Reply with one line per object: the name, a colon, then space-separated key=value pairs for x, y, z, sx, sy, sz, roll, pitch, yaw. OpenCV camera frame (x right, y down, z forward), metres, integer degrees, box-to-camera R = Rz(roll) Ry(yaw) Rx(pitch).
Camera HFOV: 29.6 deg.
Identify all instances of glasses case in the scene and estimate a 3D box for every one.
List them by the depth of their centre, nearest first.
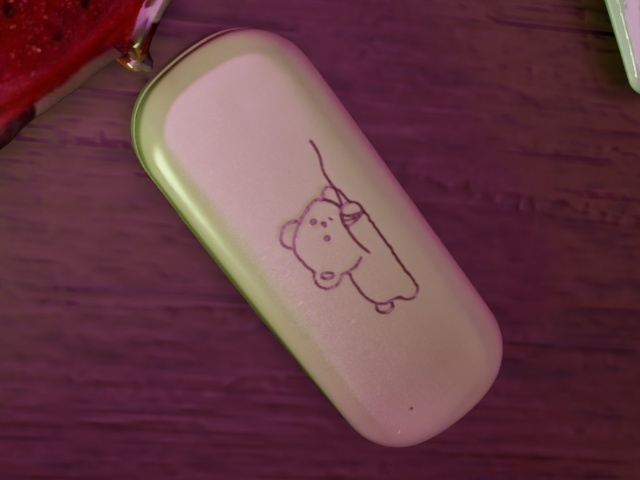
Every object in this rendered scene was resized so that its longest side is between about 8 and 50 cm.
glasses case: x=0.000 y=0.000 z=0.517 sx=0.083 sy=0.050 sz=0.196 roll=-41 pitch=105 yaw=-7

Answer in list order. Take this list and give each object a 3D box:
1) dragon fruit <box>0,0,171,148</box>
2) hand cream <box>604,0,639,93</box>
dragon fruit: x=-0.116 y=-0.173 z=0.461 sx=0.161 sy=0.126 sz=0.274 roll=-16 pitch=125 yaw=-36
hand cream: x=0.129 y=-0.190 z=0.528 sx=0.079 sy=0.048 sz=0.255 roll=-24 pitch=100 yaw=-8
